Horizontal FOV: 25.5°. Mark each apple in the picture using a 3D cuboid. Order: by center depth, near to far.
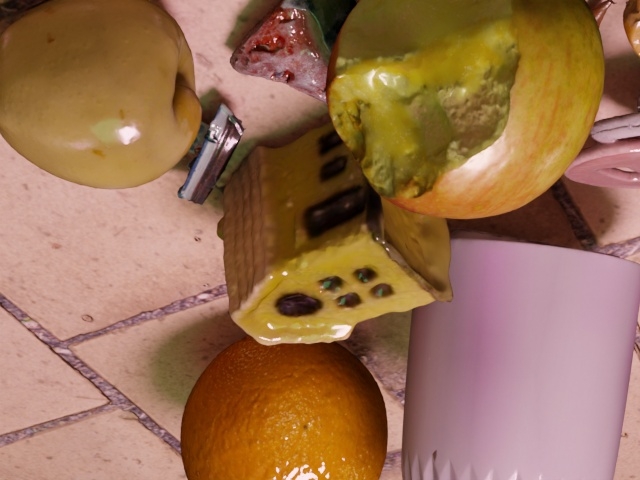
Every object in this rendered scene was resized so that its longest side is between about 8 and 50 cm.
[{"bbox_3d":[0.134,-0.151,1.275,0.246,0.246,0.226,16,129,-24],"label":"apple"},{"bbox_3d":[-0.204,-0.141,1.309,0.200,0.200,0.200,-3,143,-2],"label":"apple"}]

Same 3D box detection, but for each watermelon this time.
[{"bbox_3d":[-0.018,-0.174,1.378,0.139,0.071,0.187,-11,143,15],"label":"watermelon"}]

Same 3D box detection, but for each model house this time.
[{"bbox_3d":[0.000,0.000,1.505,0.234,0.193,0.175,-26,140,26],"label":"model house"}]

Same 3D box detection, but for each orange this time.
[{"bbox_3d":[-0.046,0.242,1.762,0.274,0.274,0.274,-3,143,-2],"label":"orange"}]

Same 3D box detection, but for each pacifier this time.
[{"bbox_3d":[0.407,-0.063,1.422,0.332,0.220,0.273,-6,117,35],"label":"pacifier"}]

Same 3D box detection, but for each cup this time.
[{"bbox_3d":[0.218,0.173,1.574,0.253,0.372,0.253,7,174,1],"label":"cup"}]

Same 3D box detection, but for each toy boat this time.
[{"bbox_3d":[-0.124,-0.097,1.480,0.066,0.059,0.140,32,138,-2],"label":"toy boat"}]

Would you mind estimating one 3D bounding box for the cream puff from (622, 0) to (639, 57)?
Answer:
[{"bbox_3d":[0.373,-0.227,1.289,0.189,0.129,0.189,4,159,2],"label":"cream puff"}]

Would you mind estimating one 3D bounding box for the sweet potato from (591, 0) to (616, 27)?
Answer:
[{"bbox_3d":[0.236,-0.173,1.415,0.056,0.056,0.195,18,134,-27],"label":"sweet potato"}]
